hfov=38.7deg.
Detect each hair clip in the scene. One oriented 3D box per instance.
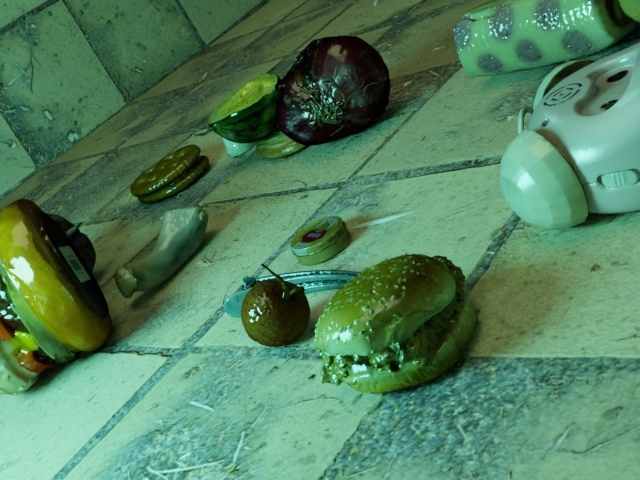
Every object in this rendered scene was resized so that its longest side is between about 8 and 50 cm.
[{"bbox_3d":[-0.029,0.070,1.449,0.275,0.048,0.083,-13,23,33],"label":"hair clip"}]

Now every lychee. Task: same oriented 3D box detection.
[{"bbox_3d":[-0.066,0.103,1.331,0.140,0.114,0.101,-26,59,58],"label":"lychee"}]

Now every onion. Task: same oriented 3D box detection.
[{"bbox_3d":[0.023,-0.323,2.014,0.281,0.221,0.281,-40,20,18],"label":"onion"}]

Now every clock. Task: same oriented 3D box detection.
[{"bbox_3d":[0.424,-0.162,1.248,0.325,0.184,0.342,-17,20,38],"label":"clock"}]

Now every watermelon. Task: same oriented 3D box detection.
[{"bbox_3d":[-0.172,-0.309,2.242,0.204,0.127,0.232,-6,38,45],"label":"watermelon"}]

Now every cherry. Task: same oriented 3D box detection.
[{"bbox_3d":[-0.600,0.041,2.028,0.195,0.195,0.195,-25,22,11],"label":"cherry"}]

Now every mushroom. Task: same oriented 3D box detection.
[{"bbox_3d":[-0.313,0.019,1.842,0.099,0.096,0.278,-10,33,42],"label":"mushroom"}]

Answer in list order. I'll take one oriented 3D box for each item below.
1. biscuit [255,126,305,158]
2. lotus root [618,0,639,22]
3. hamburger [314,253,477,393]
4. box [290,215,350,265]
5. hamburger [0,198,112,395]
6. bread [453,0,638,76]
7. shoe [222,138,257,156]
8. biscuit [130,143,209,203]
[{"bbox_3d":[-0.066,-0.258,2.211,0.203,0.041,0.260,-44,25,-22],"label":"biscuit"},{"bbox_3d":[0.620,-0.437,1.564,0.160,0.146,0.284,-47,40,-3],"label":"lotus root"},{"bbox_3d":[0.093,0.091,1.155,0.189,0.122,0.215,-10,27,44],"label":"hamburger"},{"bbox_3d":[0.000,0.000,1.573,0.105,0.037,0.105,-24,23,11],"label":"box"},{"bbox_3d":[-0.554,0.104,1.664,0.250,0.330,0.330,-33,22,-5],"label":"hamburger"},{"bbox_3d":[0.445,-0.427,1.800,0.338,0.155,0.187,-6,21,47],"label":"bread"},{"bbox_3d":[-0.185,-0.330,2.416,0.095,0.110,0.265,-14,29,35],"label":"shoe"},{"bbox_3d":[-0.395,-0.171,2.386,0.220,0.066,0.220,-28,21,12],"label":"biscuit"}]
